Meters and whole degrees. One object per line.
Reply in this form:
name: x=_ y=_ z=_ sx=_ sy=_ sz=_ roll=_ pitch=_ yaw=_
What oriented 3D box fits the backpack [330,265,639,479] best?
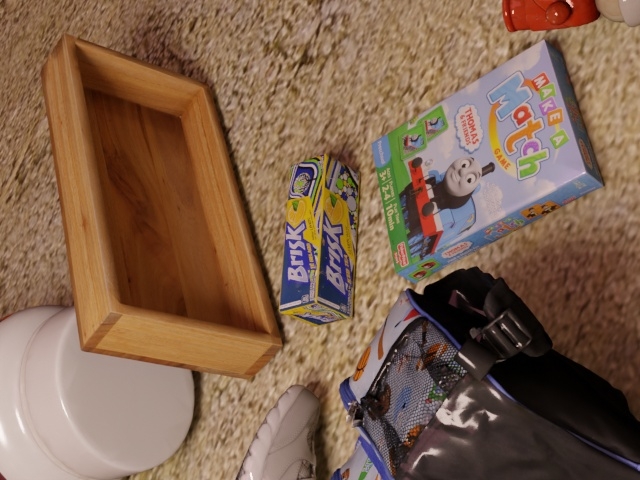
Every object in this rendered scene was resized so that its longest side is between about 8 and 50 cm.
backpack: x=0.134 y=0.153 z=0.824 sx=0.213 sy=0.277 sz=0.263 roll=-50 pitch=18 yaw=10

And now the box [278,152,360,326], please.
box: x=0.000 y=0.000 z=1.156 sx=0.054 sy=0.059 sz=0.168 roll=-18 pitch=58 yaw=39

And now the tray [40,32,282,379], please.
tray: x=-0.188 y=-0.044 z=1.246 sx=0.076 sy=0.203 sz=0.410 roll=-48 pitch=44 yaw=32

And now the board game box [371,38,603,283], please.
board game box: x=0.151 y=-0.074 z=1.066 sx=0.212 sy=0.039 sz=0.160 roll=-29 pitch=52 yaw=29

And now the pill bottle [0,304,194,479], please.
pill bottle: x=-0.345 y=0.200 z=1.263 sx=0.392 sy=0.224 sz=0.224 roll=-21 pitch=57 yaw=35

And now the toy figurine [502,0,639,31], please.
toy figurine: x=0.221 y=-0.306 z=0.994 sx=0.148 sy=0.213 sz=0.209 roll=-1 pitch=66 yaw=33

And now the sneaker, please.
sneaker: x=-0.032 y=0.272 z=1.043 sx=0.105 sy=0.115 sz=0.281 roll=113 pitch=173 yaw=-58
